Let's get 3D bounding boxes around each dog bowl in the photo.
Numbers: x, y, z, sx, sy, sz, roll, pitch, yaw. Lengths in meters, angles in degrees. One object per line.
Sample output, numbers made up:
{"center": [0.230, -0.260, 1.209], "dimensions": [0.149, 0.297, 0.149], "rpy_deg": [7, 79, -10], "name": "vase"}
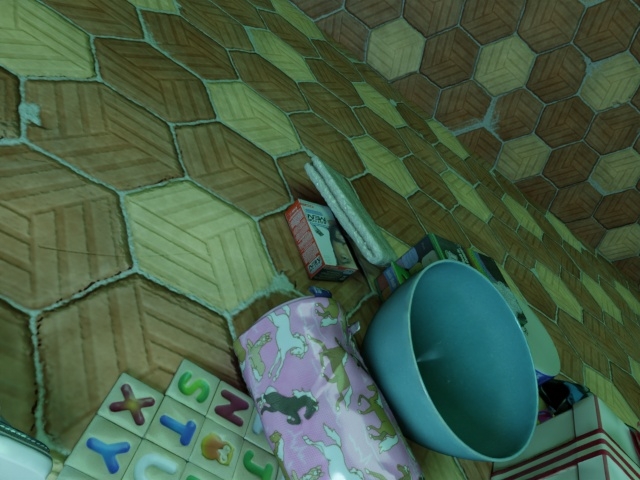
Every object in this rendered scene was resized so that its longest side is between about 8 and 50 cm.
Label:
{"center": [0.445, 0.232, 1.123], "dimensions": [0.265, 0.104, 0.265], "rpy_deg": [29, 36, -23], "name": "dog bowl"}

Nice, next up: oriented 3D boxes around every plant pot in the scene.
{"center": [0.175, 0.200, 0.745], "dimensions": [0.290, 0.195, 0.290], "rpy_deg": [19, 56, -31], "name": "plant pot"}

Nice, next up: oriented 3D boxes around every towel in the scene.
{"center": [0.071, -0.056, 1.033], "dimensions": [0.282, 0.049, 0.187], "rpy_deg": [57, 15, 17], "name": "towel"}

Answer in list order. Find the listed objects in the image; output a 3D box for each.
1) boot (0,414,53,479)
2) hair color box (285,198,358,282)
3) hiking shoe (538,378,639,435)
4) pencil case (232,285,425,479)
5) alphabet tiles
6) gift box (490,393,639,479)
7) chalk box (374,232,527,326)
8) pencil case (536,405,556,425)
{"center": [-0.314, 0.140, 0.409], "dimensions": [0.190, 0.069, 0.086], "rpy_deg": [32, 37, -16], "name": "boot"}
{"center": [0.000, 0.000, 0.938], "dimensions": [0.093, 0.053, 0.167], "rpy_deg": [11, 46, -43], "name": "hair color box"}
{"center": [0.601, 0.421, 1.050], "dimensions": [0.132, 0.113, 0.304], "rpy_deg": [21, 10, -8], "name": "hiking shoe"}
{"center": [0.035, 0.254, 0.572], "dimensions": [0.386, 0.167, 0.160], "rpy_deg": [61, 3, 25], "name": "pencil case"}
{"center": [-0.110, 0.298, 0.514], "dimensions": [0.342, 0.011, 0.285], "rpy_deg": [36, 33, -14], "name": "alphabet tiles"}
{"center": [0.467, 0.445, 0.759], "dimensions": [0.276, 0.258, 0.255], "rpy_deg": [42, 33, -2], "name": "gift box"}
{"center": [0.244, 0.119, 0.962], "dimensions": [0.289, 0.179, 0.180], "rpy_deg": [18, 41, -34], "name": "chalk box"}
{"center": [0.512, 0.453, 0.953], "dimensions": [0.236, 0.104, 0.104], "rpy_deg": [47, 32, 2], "name": "pencil case"}
